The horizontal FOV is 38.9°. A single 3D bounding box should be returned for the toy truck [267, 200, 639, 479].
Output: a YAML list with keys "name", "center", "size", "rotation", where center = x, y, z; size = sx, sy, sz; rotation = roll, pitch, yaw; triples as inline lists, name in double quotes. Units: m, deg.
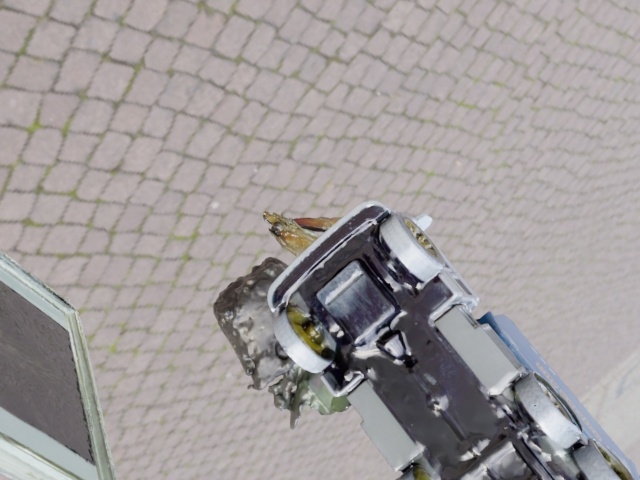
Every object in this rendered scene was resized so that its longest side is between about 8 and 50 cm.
- name: "toy truck"
  center: [0.123, 0.142, 0.707]
  size: [0.146, 0.367, 0.175]
  rotation: [-41, 166, 14]

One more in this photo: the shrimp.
- name: "shrimp"
  center: [0.000, 0.000, 1.351]
  size: [0.042, 0.190, 0.101]
  rotation: [101, 13, -62]

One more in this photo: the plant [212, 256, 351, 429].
- name: "plant"
  center: [-0.038, 0.125, 1.109]
  size: [0.142, 0.203, 0.131]
  rotation: [-42, -166, 5]

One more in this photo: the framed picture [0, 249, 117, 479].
- name: "framed picture"
  center: [-0.237, 0.043, 0.578]
  size: [0.018, 0.231, 0.293]
  rotation: [-37, 132, 6]

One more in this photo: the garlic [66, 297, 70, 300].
- name: "garlic"
  center: [-0.510, 0.096, 1.416]
  size: [0.128, 0.198, 0.090]
  rotation: [-61, -162, -14]
